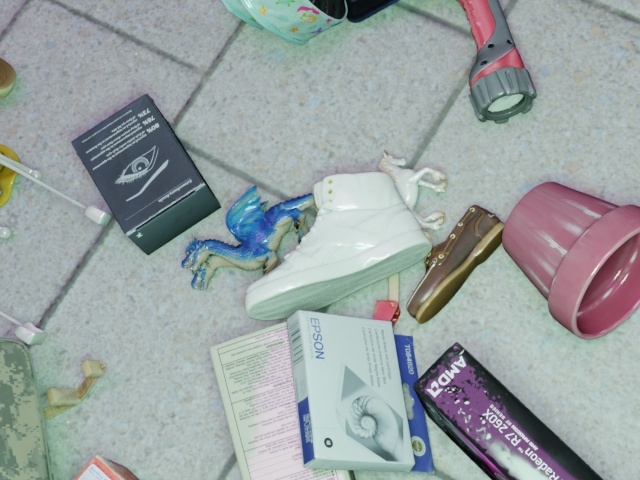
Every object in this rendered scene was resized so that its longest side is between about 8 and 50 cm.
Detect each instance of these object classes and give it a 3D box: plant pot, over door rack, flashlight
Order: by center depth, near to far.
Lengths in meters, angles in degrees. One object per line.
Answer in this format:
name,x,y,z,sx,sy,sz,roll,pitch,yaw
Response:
plant pot,0.370,0.014,1.566,0.201,0.201,0.180,-45,53,-6
flashlight,0.255,-0.339,1.752,0.103,0.103,0.304,-27,66,23
over door rack,-0.506,-0.001,1.758,0.324,0.108,0.239,28,89,21

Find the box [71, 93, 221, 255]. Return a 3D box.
box,-0.283,-0.107,1.771,0.153,0.108,0.207,-32,69,-1

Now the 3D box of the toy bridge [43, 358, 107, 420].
toy bridge,-0.399,0.243,1.690,0.188,0.063,0.026,-36,66,19

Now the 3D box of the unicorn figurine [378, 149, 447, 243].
unicorn figurine,0.142,-0.078,1.702,0.111,0.060,0.162,4,72,12

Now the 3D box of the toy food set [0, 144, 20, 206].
toy food set,-0.624,-0.098,1.856,0.218,0.071,0.128,-28,68,1

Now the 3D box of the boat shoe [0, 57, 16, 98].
boat shoe,-0.671,-0.286,1.933,0.285,0.089,0.104,11,47,12

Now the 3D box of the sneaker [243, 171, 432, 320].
sneaker,0.000,0.000,1.633,0.292,0.108,0.169,-22,66,-10

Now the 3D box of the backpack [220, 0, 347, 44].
backpack,-0.068,-0.451,1.791,0.191,0.225,0.253,-28,68,24

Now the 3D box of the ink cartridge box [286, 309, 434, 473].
ink cartridge box,0.067,0.216,1.538,0.224,0.045,0.223,9,58,-30

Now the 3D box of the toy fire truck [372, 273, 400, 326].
toy fire truck,0.072,0.038,1.683,0.135,0.047,0.192,12,73,14

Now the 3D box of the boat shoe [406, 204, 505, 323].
boat shoe,0.196,0.034,1.650,0.073,0.073,0.207,38,75,22

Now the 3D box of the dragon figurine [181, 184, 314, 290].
dragon figurine,-0.096,-0.028,1.719,0.144,0.085,0.289,34,82,20

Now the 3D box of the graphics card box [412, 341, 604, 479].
graphics card box,0.290,0.311,1.445,0.094,0.233,0.371,-43,70,-5

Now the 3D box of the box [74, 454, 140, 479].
box,-0.243,0.462,1.545,0.300,0.142,0.154,36,81,20

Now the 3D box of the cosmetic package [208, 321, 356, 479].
cosmetic package,-0.046,0.282,1.578,0.153,0.129,0.296,-17,68,3

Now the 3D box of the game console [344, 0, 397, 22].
game console,0.098,-0.552,1.778,0.173,0.250,0.293,-11,65,-1

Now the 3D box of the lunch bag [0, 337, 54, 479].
lunch bag,-0.549,0.326,1.616,0.256,0.212,0.305,-41,59,43
